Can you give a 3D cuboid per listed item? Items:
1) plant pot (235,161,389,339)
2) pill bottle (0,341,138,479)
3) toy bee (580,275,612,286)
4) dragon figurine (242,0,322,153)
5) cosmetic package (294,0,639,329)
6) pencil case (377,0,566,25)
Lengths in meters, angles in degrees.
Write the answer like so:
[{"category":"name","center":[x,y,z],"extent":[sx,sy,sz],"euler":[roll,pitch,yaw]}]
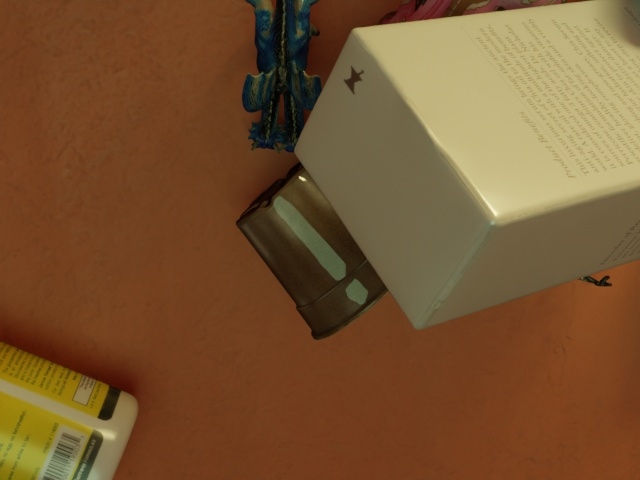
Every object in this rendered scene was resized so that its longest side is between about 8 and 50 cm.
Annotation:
[{"category":"plant pot","center":[0.000,0.000,1.385],"extent":[0.167,0.167,0.165],"euler":[-40,99,15]},{"category":"pill bottle","center":[-0.407,0.217,1.459],"extent":[0.334,0.188,0.188],"euler":[24,111,-8]},{"category":"toy bee","center":[0.225,-0.059,1.365],"extent":[0.195,0.298,0.162],"euler":[17,92,35]},{"category":"dragon figurine","center":[-0.041,-0.186,1.282],"extent":[0.085,0.289,0.144],"euler":[0,74,-1]},{"category":"cosmetic package","center":[0.231,-0.094,1.161],"extent":[0.453,0.230,0.161],"euler":[-13,148,-35]},{"category":"pencil case","center":[0.205,-0.311,1.195],"extent":[0.167,0.160,0.386],"euler":[20,131,-14]}]
